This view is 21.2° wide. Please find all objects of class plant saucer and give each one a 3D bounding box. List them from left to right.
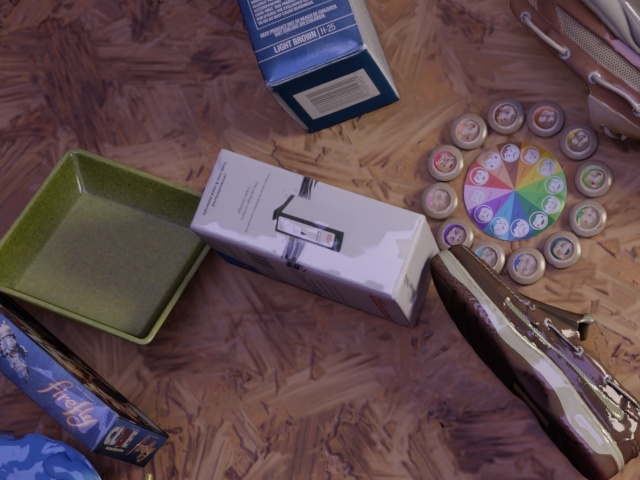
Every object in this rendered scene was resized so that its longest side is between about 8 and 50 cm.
[{"bbox_3d":[-0.205,0.014,1.656,0.188,0.045,0.188,20,53,15],"label":"plant saucer"}]

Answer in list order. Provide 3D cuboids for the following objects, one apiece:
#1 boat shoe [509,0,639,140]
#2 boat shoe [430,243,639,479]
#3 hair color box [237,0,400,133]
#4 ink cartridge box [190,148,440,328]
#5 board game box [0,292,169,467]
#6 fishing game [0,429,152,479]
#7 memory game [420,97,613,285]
[{"bbox_3d":[0.306,-0.148,1.595,0.324,0.123,0.116,50,125,8],"label":"boat shoe"},{"bbox_3d":[0.208,0.097,1.570,0.095,0.095,0.257,-36,79,-12],"label":"boat shoe"},{"bbox_3d":[-0.038,-0.294,1.652,0.105,0.174,0.347,-20,74,8],"label":"hair color box"},{"bbox_3d":[0.000,0.000,1.594,0.203,0.148,0.085,19,80,14],"label":"ink cartridge box"},{"bbox_3d":[-0.264,0.115,1.614,0.243,0.165,0.042,39,87,16],"label":"board game box"},{"bbox_3d":[-0.285,0.273,1.620,0.264,0.041,0.189,-3,79,8],"label":"fishing game"},{"bbox_3d":[0.187,-0.050,1.638,0.186,0.012,0.186,-2,78,11],"label":"memory game"}]
